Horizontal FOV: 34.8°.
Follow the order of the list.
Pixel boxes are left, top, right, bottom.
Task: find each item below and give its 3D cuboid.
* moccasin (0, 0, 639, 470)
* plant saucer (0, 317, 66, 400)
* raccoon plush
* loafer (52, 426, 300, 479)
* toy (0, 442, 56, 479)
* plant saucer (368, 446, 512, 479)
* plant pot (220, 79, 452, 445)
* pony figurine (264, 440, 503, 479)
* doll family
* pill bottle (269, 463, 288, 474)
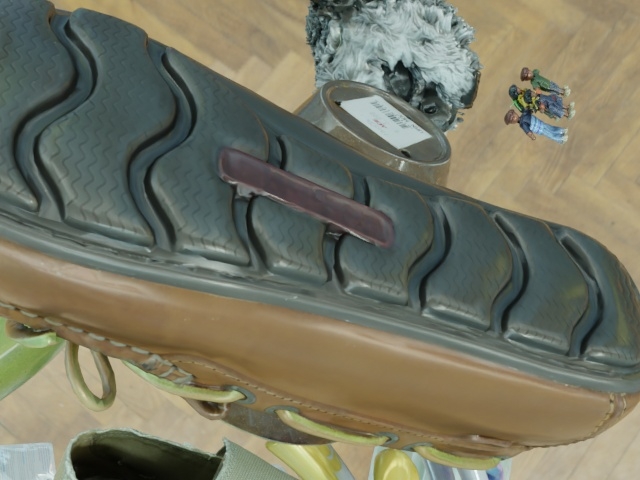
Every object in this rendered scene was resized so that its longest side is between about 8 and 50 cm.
[{"bbox_3d":[-0.046,0.011,0.432,0.380,0.147,0.139,16,45,-24],"label":"moccasin"},{"bbox_3d":[-0.267,0.087,0.765,0.241,0.241,0.037,-30,110,-8],"label":"plant saucer"},{"bbox_3d":[0.077,-0.316,1.351,0.216,0.299,0.446,-13,112,5],"label":"raccoon plush"},{"bbox_3d":[-0.040,0.164,0.552,0.268,0.092,0.102,5,31,17],"label":"loafer"},{"bbox_3d":[-0.486,0.357,1.408,0.237,0.056,0.137,5,56,-34],"label":"toy"},{"bbox_3d":[0.142,0.314,1.402,0.100,0.400,0.400,16,71,-9],"label":"plant saucer"},{"bbox_3d":[0.000,0.000,0.790,0.215,0.215,0.230,37,120,14],"label":"plant pot"},{"bbox_3d":[0.136,0.297,0.918,0.303,0.351,0.363,-24,85,35],"label":"pony figurine"},{"bbox_3d":[0.376,-0.236,1.779,0.111,0.076,0.193,23,28,-10],"label":"doll family"},{"bbox_3d":[-0.117,0.282,0.991,0.180,0.108,0.108,-11,69,13],"label":"pill bottle"}]
